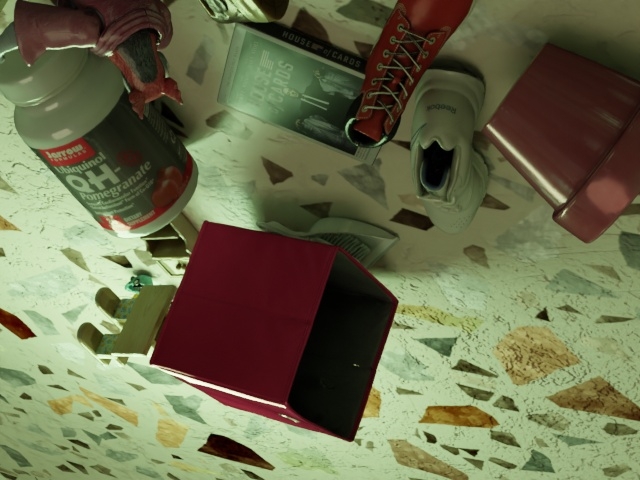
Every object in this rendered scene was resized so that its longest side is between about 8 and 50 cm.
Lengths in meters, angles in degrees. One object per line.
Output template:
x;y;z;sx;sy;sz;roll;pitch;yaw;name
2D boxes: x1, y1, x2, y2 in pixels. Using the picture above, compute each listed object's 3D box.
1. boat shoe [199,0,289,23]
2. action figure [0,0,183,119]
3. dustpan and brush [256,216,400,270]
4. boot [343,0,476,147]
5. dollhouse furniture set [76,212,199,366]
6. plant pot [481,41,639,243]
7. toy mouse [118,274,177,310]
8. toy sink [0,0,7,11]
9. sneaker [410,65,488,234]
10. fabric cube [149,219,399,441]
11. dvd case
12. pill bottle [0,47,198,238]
-0.166;-0.368;1.243;0.123;0.123;0.342;-4;147;33;boat shoe
-0.251;-0.303;1.237;0.370;0.248;0.276;52;131;11;action figure
0.000;0.000;1.758;0.211;0.060;0.147;27;148;-9;dustpan and brush
0.101;-0.210;1.269;0.088;0.176;0.244;26;147;-4;boot
-0.290;0.080;1.877;0.212;0.242;0.161;-2;141;32;dollhouse furniture set
0.297;-0.127;1.287;0.180;0.201;0.201;36;149;5;plant pot
-0.315;0.101;2.125;0.161;0.031;0.143;23;149;-5;toy mouse
-0.542;-0.368;1.445;0.234;0.131;0.153;21;148;0;toy sink
0.156;-0.093;1.461;0.111;0.129;0.297;8;148;17;sneaker
-0.067;0.146;1.764;0.258;0.259;0.254;11;163;29;fabric cube
-0.014;-0.201;1.490;0.238;0.030;0.179;21;148;-2;dvd case
-0.324;-0.162;1.590;0.176;0.176;0.318;-1;143;31;pill bottle
